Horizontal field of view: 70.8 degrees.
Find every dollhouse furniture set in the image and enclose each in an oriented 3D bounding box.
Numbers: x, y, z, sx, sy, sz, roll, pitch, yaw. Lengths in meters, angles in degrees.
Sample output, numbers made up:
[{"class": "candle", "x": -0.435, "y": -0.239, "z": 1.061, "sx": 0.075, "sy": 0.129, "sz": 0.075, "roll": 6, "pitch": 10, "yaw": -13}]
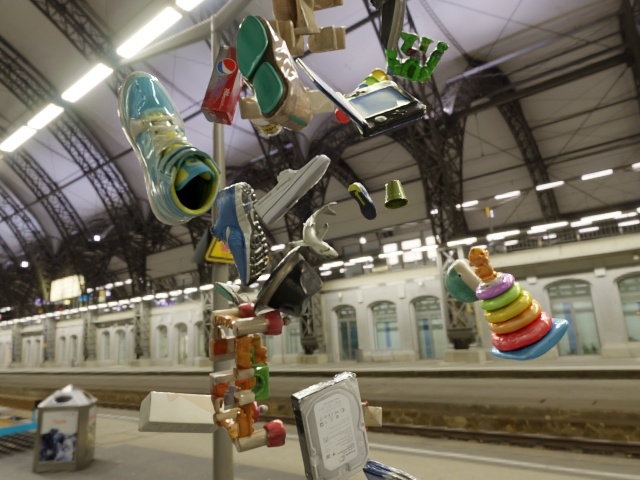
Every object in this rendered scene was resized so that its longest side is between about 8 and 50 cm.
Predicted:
[{"class": "dollhouse furniture set", "x": 0.125, "y": 0.705, "z": 1.808, "sx": 0.135, "sy": 0.262, "sz": 0.259, "roll": 12, "pitch": -22, "yaw": -19}, {"class": "dollhouse furniture set", "x": -0.119, "y": -0.585, "z": 1.374, "sx": 0.256, "sy": 0.394, "sz": 0.362, "roll": 7, "pitch": 22, "yaw": 32}]

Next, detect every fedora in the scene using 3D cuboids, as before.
[{"class": "fedora", "x": -0.089, "y": 0.167, "z": 1.567, "sx": 0.152, "sy": 0.334, "sz": 0.334, "roll": 35, "pitch": -10, "yaw": 7}]

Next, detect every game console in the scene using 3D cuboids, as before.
[{"class": "game console", "x": 0.099, "y": -0.402, "z": 1.166, "sx": 0.250, "sy": 0.293, "sz": 0.173, "roll": -20, "pitch": -55, "yaw": -1}]

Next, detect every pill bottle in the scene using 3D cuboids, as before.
[{"class": "pill bottle", "x": -0.222, "y": -0.504, "z": 1.849, "sx": 0.119, "sy": 0.119, "sz": 0.208, "roll": -5, "pitch": -2, "yaw": 5}]

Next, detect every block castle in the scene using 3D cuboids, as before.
[{"class": "block castle", "x": -0.237, "y": 0.458, "z": 1.567, "sx": 0.213, "sy": 0.453, "sz": 0.303, "roll": -2, "pitch": 1, "yaw": -32}]

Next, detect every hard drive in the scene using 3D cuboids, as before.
[{"class": "hard drive", "x": 0.041, "y": 0.639, "z": 1.507, "sx": 0.237, "sy": 0.339, "sz": 0.064, "roll": -13, "pitch": 8, "yaw": -31}]

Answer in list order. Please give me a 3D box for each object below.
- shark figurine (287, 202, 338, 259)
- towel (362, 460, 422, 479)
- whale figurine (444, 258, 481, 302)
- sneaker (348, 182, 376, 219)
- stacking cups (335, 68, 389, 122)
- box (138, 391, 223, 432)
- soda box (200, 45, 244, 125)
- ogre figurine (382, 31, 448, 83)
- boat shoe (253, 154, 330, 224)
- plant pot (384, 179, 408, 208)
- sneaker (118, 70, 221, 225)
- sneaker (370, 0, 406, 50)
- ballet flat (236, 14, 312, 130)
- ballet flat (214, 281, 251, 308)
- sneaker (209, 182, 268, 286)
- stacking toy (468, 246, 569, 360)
[{"class": "shark figurine", "x": -0.016, "y": -0.014, "z": 1.561, "sx": 0.166, "sy": 0.278, "sz": 0.116, "roll": -7, "pitch": -48, "yaw": 9}, {"class": "towel", "x": 0.252, "y": 0.616, "z": 1.073, "sx": 0.285, "sy": 0.034, "sz": 0.209, "roll": 6, "pitch": -43, "yaw": 27}, {"class": "whale figurine", "x": 0.598, "y": 0.182, "z": 1.805, "sx": 0.141, "sy": 0.216, "sz": 0.272, "roll": -46, "pitch": -38, "yaw": 18}, {"class": "sneaker", "x": 0.151, "y": -0.137, "z": 1.541, "sx": 0.053, "sy": 0.144, "sz": 0.059, "roll": -26, "pitch": 14, "yaw": 23}, {"class": "stacking cups", "x": 0.162, "y": -0.572, "z": 1.810, "sx": 0.096, "sy": 0.316, "sz": 0.096, "roll": 28, "pitch": -33, "yaw": 20}, {"class": "box", "x": -0.571, "y": 0.716, "z": 1.861, "sx": 0.311, "sy": 0.121, "sz": 0.148, "roll": 17, "pitch": -43, "yaw": -31}, {"class": "soda box", "x": -0.322, "y": -0.529, "z": 1.534, "sx": 0.092, "sy": 0.263, "sz": 0.083, "roll": 10, "pitch": -18, "yaw": 4}, {"class": "ogre figurine", "x": 0.252, "y": -0.506, "z": 1.246, "sx": 0.197, "sy": 0.118, "sz": 0.097, "roll": -8, "pitch": 30, "yaw": -41}, {"class": "boat shoe", "x": -0.086, "y": -0.157, "z": 1.259, "sx": 0.258, "sy": 0.084, "sz": 0.095, "roll": -43, "pitch": -9, "yaw": 8}, {"class": "plant pot", "x": 0.253, "y": -0.160, "z": 1.536, "sx": 0.083, "sy": 0.079, "sz": 0.083, "roll": -5, "pitch": -22, "yaw": -2}, {"class": "sneaker", "x": -0.285, "y": -0.187, "z": 0.879, "sx": 0.127, "sy": 0.319, "sz": 0.208, "roll": -24, "pitch": 15, "yaw": -33}, {"class": "sneaker", "x": 0.127, "y": -0.543, "z": 1.004, "sx": 0.118, "sy": 0.222, "sz": 0.083, "roll": 7, "pitch": 16, "yaw": 17}, {"class": "ballet flat", "x": -0.089, "y": -0.318, "z": 0.872, "sx": 0.106, "sy": 0.316, "sz": 0.107, "roll": 18, "pitch": -48, "yaw": -40}, {"class": "ballet flat", "x": -0.362, "y": 0.247, "z": 1.955, "sx": 0.079, "sy": 0.221, "sz": 0.077, "roll": -44, "pitch": -3, "yaw": -29}, {"class": "sneaker", "x": -0.267, "y": -0.014, "z": 1.456, "sx": 0.147, "sy": 0.330, "sz": 0.130, "roll": -7, "pitch": 5, "yaw": 21}, {"class": "stacking toy", "x": 0.472, "y": 0.148, "z": 1.173, "sx": 0.175, "sy": 0.302, "sz": 0.166, "roll": -33, "pitch": 1, "yaw": -15}]
